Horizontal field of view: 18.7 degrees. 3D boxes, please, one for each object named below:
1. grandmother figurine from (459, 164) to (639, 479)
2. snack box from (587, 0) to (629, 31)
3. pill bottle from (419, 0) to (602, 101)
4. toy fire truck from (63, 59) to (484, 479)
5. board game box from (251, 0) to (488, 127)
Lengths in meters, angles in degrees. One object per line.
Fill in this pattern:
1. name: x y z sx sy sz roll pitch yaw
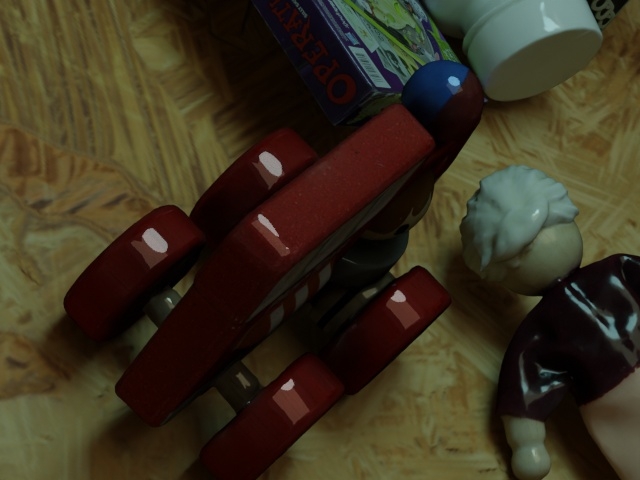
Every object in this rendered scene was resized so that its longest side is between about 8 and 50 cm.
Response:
1. grandmother figurine: 0.213 0.096 1.376 0.208 0.104 0.342 -32 83 -18
2. snack box: 0.268 -0.320 1.557 0.060 0.322 0.187 17 52 -19
3. pill bottle: 0.130 -0.233 1.543 0.131 0.131 0.229 -8 64 -35
4. toy fire truck: 0.000 0.000 1.218 0.169 0.254 0.302 48 48 5
5. board game box: -0.021 -0.233 1.454 0.347 0.056 0.208 58 28 14
